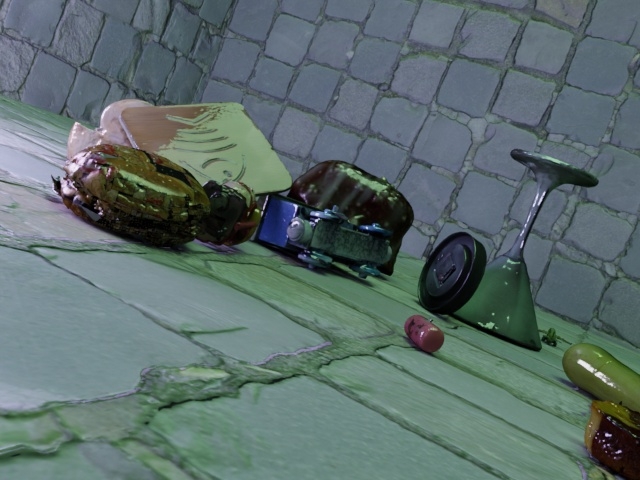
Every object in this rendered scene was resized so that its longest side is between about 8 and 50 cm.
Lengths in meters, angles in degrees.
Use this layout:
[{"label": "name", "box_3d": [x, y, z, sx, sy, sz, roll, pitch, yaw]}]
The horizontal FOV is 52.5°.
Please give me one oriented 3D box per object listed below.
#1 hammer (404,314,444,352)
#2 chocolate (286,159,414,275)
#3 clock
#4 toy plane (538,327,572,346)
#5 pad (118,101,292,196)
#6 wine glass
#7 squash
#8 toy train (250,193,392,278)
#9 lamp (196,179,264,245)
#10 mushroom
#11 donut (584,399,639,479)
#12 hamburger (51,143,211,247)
[{"label": "hammer", "box_3d": [0.147, 0.131, 0.924, 0.043, 0.043, 0.083, 21, 3, -12]}, {"label": "chocolate", "box_3d": [0.089, -0.082, 1.672, 0.340, 0.210, 0.225, 33, -4, 7]}, {"label": "clock", "box_3d": [0.277, 0.070, 1.370, 0.040, 0.184, 0.184, 28, 2, -19]}, {"label": "toy plane", "box_3d": [0.600, 0.249, 1.690, 0.102, 0.040, 0.111, 25, 4, 15]}, {"label": "pad", "box_3d": [-0.227, -0.183, 1.311, 0.287, 0.018, 0.284, -13, 55, -33]}, {"label": "wine glass", "box_3d": [0.457, 0.015, 1.492, 0.267, 0.406, 0.267, 24, 2, -1]}, {"label": "squash", "box_3d": [0.491, 0.242, 1.064, 0.083, 0.083, 0.250, 20, 8, -22]}, {"label": "toy train", "box_3d": [0.009, -0.004, 1.367, 0.202, 0.131, 0.300, 17, -1, 42]}, {"label": "lamp", "box_3d": [-0.157, -0.049, 1.138, 0.118, 0.118, 0.253, 23, 5, 6]}, {"label": "mushroom", "box_3d": [-0.416, -0.215, 1.420, 0.236, 0.173, 0.162, 16, 1, -16]}, {"label": "donut", "box_3d": [0.352, 0.225, 0.693, 0.141, 0.059, 0.140, 23, 5, -2]}, {"label": "hamburger", "box_3d": [-0.264, -0.068, 0.927, 0.231, 0.106, 0.231, 28, 9, -5]}]
